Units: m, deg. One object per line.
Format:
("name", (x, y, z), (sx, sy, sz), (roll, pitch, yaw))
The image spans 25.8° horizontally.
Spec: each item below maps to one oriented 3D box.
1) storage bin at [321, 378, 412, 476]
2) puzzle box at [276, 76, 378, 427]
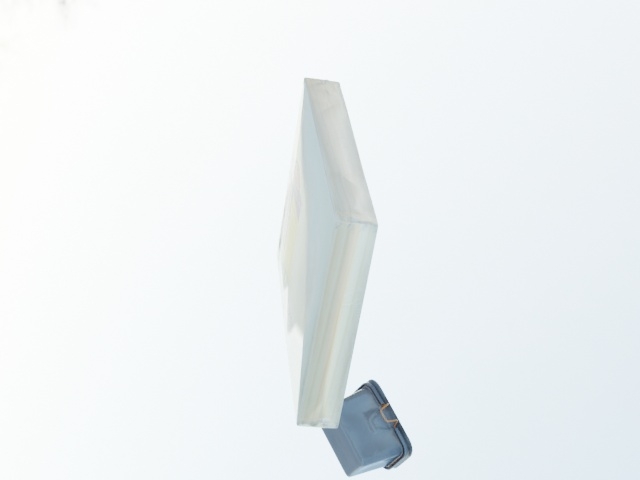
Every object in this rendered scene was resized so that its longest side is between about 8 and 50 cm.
("storage bin", (0.065, 0.292, 2.128), (0.135, 0.091, 0.098), (61, -37, 16))
("puzzle box", (0.000, 0.000, 1.699), (0.409, 0.052, 0.272), (-100, -163, -60))
